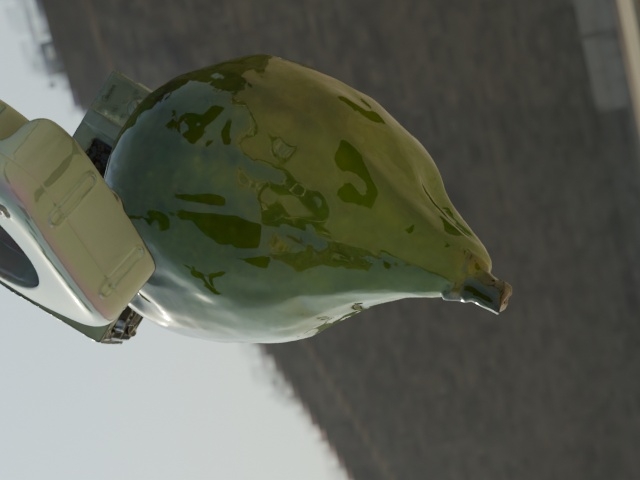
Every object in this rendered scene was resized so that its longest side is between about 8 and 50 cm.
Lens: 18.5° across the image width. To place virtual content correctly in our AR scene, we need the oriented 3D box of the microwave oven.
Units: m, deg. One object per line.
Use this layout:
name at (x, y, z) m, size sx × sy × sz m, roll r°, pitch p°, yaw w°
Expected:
microwave oven at (-0.173, -0.024, 1.716) m, size 0.208 × 0.122 × 0.162 m, roll -58°, pitch -4°, yaw -1°

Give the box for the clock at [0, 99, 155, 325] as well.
clock at (-0.198, -0.032, 1.190) m, size 0.062 × 0.191 × 0.151 m, roll -51°, pitch -39°, yaw -19°

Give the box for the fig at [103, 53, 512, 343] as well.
fig at (-0.006, -0.008, 1.450) m, size 0.233 × 0.314 × 0.233 m, roll 23°, pitch -90°, yaw -82°
